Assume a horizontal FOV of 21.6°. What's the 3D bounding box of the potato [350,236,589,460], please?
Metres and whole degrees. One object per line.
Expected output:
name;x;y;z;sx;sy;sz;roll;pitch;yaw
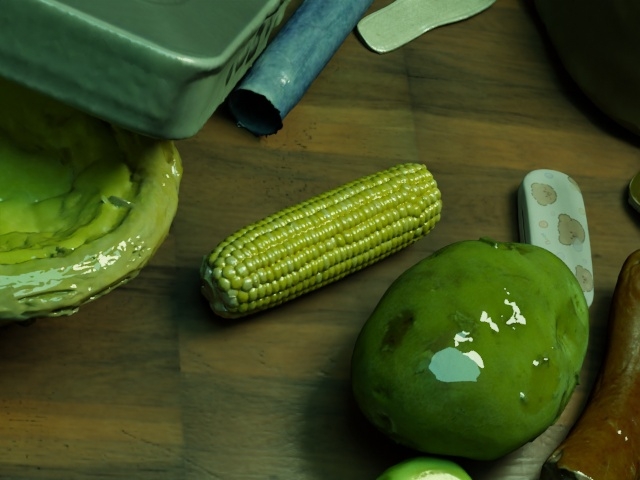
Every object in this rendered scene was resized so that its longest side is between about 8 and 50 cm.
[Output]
potato;0.134;0.096;1.459;0.253;0.148;0.186;-25;78;-36

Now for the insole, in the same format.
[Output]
insole;0.115;-0.244;1.763;0.192;0.010;0.063;-29;70;-32

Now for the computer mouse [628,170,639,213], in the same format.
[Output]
computer mouse;0.399;-0.010;1.676;0.199;0.045;0.102;44;58;14

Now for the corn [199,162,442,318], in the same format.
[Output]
corn;0.000;0.000;1.518;0.248;0.081;0.081;-24;67;-30

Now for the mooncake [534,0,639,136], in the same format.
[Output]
mooncake;0.454;-0.305;1.761;0.467;0.262;0.467;10;53;-13

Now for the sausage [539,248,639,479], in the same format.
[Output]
sausage;0.276;0.134;1.509;0.076;0.103;0.302;-3;42;36

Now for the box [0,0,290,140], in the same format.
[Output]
box;-0.238;-0.243;1.481;0.396;0.111;0.396;23;24;0

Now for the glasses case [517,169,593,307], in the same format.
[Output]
glasses case;0.226;0.002;1.613;0.063;0.041;0.164;8;56;-13

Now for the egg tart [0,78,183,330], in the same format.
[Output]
egg tart;-0.288;-0.044;1.412;0.345;0.132;0.345;7;47;-8

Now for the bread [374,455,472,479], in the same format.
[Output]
bread;0.093;0.250;1.386;0.139;0.071;0.130;37;51;10

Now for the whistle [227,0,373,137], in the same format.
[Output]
whistle;0.005;-0.221;1.681;0.062;0.062;0.304;31;53;4
